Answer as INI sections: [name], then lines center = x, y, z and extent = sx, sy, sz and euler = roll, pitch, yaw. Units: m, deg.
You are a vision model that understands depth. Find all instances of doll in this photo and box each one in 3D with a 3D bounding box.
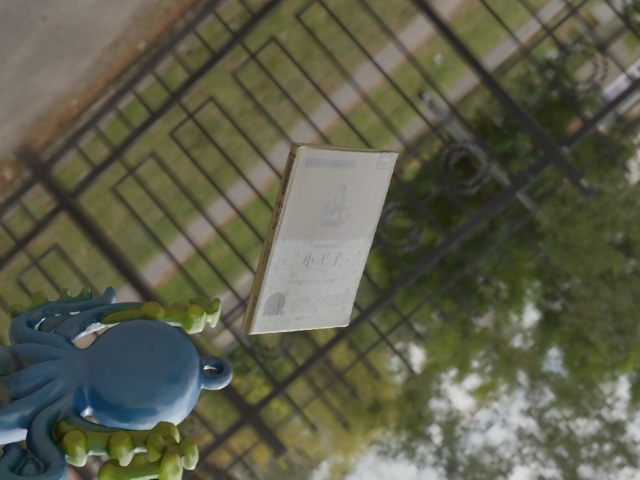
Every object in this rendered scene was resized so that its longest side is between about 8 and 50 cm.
[doll]
center = -0.255, 0.166, 1.343
extent = 0.341, 0.098, 0.346
euler = -9, -149, -8

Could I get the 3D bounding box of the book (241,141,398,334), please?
[book]
center = 0.000, 0.000, 1.277
extent = 0.138, 0.016, 0.198
euler = 0, 113, -43
